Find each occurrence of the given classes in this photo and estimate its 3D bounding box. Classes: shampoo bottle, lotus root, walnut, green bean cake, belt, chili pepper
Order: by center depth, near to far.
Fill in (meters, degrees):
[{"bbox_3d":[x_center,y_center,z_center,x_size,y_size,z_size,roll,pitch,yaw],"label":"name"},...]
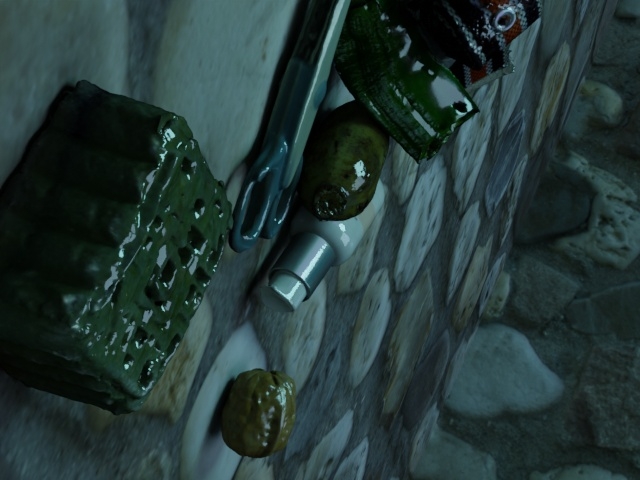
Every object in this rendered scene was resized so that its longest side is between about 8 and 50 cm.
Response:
[{"bbox_3d":[-0.137,0.013,0.851,0.173,0.094,0.181,73,39,-65],"label":"green bean cake"},{"bbox_3d":[0.074,-0.162,1.258,0.224,0.098,0.061,51,14,-40],"label":"chili pepper"},{"bbox_3d":[0.023,-0.080,1.301,0.179,0.080,0.089,-68,175,-50],"label":"lotus root"},{"bbox_3d":[0.146,-0.220,1.323,0.094,0.126,0.359,-29,180,1],"label":"belt"},{"bbox_3d":[0.000,0.000,1.341,0.074,0.074,0.192,92,24,-50],"label":"shampoo bottle"},{"bbox_3d":[-0.063,0.179,1.356,0.079,0.082,0.096,5,102,-41],"label":"walnut"}]

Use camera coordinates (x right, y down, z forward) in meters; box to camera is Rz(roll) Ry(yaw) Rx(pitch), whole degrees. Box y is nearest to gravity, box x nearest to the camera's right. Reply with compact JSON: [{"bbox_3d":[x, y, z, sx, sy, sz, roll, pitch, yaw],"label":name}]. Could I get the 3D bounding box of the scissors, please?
[{"bbox_3d":[-0.019,-0.128,1.174,0.289,0.041,0.138,-70,167,15],"label":"scissors"}]
